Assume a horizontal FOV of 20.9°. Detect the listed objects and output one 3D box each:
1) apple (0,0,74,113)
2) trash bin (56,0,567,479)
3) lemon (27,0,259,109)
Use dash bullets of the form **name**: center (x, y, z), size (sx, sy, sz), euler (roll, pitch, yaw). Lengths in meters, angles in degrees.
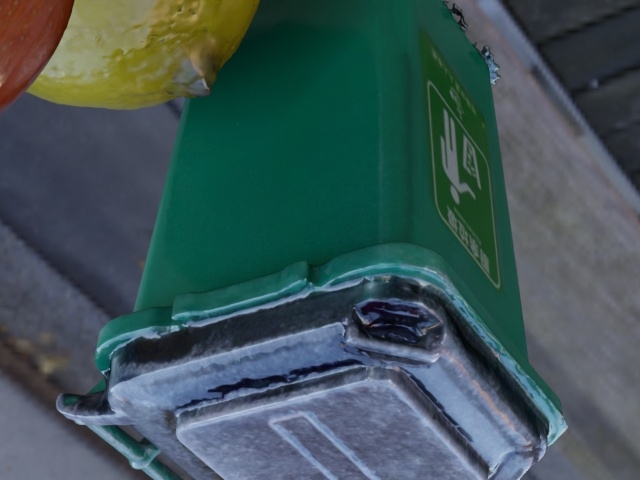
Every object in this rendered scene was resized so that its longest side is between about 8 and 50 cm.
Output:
- **apple**: center (-0.232, -0.142, 0.845), size (0.235, 0.173, 0.210), euler (36, 155, -32)
- **trash bin**: center (0.000, 0.000, 1.257), size (0.295, 0.381, 0.259), euler (-16, 139, 24)
- **lemon**: center (-0.145, -0.216, 1.194), size (0.228, 0.253, 0.228), euler (1, 173, 0)
